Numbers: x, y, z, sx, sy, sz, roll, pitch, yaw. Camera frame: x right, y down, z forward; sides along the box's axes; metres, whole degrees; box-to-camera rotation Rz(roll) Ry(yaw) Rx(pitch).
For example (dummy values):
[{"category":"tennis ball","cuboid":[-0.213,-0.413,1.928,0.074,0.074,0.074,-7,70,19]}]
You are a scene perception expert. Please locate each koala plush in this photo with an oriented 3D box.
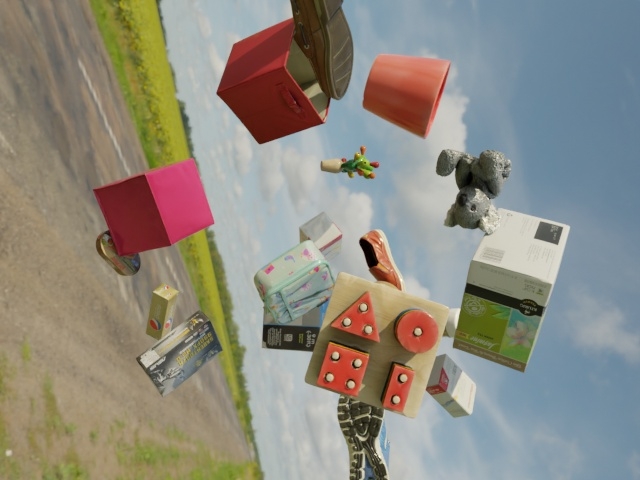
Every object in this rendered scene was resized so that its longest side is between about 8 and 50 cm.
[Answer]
[{"category":"koala plush","cuboid":[0.443,-0.132,1.681,0.196,0.203,0.221,8,-92,39]}]

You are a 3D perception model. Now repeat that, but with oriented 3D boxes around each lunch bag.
[{"category":"lunch bag","cuboid":[-0.073,0.134,1.701,0.108,0.224,0.279,52,-10,26]}]

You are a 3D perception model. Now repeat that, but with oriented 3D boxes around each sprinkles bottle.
[{"category":"sprinkles bottle","cuboid":[0.435,0.350,2.474,0.355,0.121,0.121,-7,-83,39]}]

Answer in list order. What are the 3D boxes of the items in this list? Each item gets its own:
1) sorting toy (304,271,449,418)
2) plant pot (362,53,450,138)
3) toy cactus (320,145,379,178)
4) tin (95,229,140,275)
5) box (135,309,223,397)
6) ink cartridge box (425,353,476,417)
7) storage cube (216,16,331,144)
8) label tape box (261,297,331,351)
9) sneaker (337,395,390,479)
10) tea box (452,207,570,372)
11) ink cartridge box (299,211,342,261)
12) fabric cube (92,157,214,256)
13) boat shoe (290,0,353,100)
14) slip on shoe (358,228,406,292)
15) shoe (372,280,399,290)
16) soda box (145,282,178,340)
[{"category":"sorting toy","cuboid":[0.123,0.226,1.260,0.089,0.257,0.256,56,52,-87]},{"category":"plant pot","cuboid":[0.287,-0.509,2.009,0.275,0.243,0.275,19,90,-80]},{"category":"toy cactus","cuboid":[0.092,-0.253,1.933,0.219,0.180,0.112,-134,-135,-71]},{"category":"tin","cuboid":[-0.708,0.046,2.060,0.190,0.040,0.106,57,33,-34]},{"category":"box","cuboid":[-0.415,0.339,1.756,0.056,0.231,0.183,38,-27,32]},{"category":"ink cartridge box","cuboid":[0.430,0.484,1.954,0.175,0.072,0.127,46,42,-19]},{"category":"storage cube","cuboid":[-0.099,-0.373,1.389,0.184,0.193,0.215,48,40,-43]},{"category":"label tape box","cuboid":[-0.033,0.267,2.087,0.115,0.347,0.249,18,73,-60]},{"category":"sneaker","cuboid":[0.118,0.521,1.576,0.147,0.129,0.330,62,25,-73]},{"category":"tea box","cuboid":[0.551,0.136,1.702,0.329,0.220,0.324,-45,144,-50]},{"category":"ink cartridge box","cuboid":[0.000,0.000,2.358,0.128,0.127,0.176,49,-18,22]},{"category":"fabric cube","cuboid":[-0.573,-0.116,2.048,0.258,0.259,0.254,-40,116,-58]},{"category":"boat shoe","cuboid":[-0.001,-0.462,1.315,0.104,0.111,0.307,15,-42,26]},{"category":"slip on shoe","cuboid":[0.236,0.118,2.279,0.123,0.101,0.331,-38,-111,58]},{"category":"shoe","cuboid":[0.116,0.153,1.542,0.219,0.058,0.077,-8,-67,46]},{"category":"soda box","cuboid":[-0.502,0.229,1.866,0.058,0.061,0.181,-48,161,-56]}]
